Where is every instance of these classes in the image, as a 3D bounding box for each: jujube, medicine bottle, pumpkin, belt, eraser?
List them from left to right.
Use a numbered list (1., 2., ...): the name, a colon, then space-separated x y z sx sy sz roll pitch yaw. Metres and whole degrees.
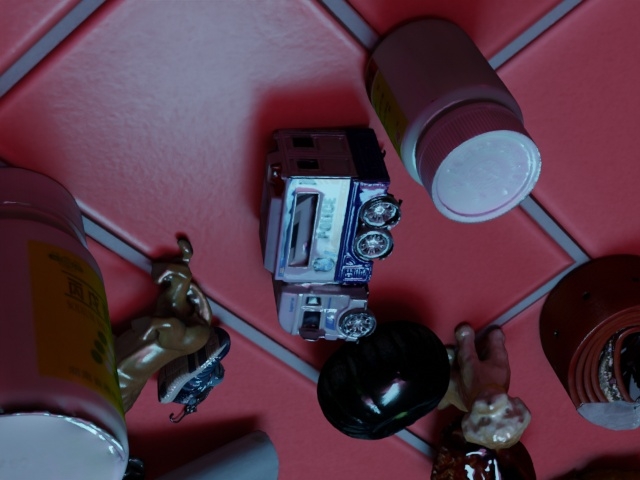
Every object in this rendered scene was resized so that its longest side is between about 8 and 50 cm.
1. medicine bottle: -0.326 0.107 1.154 0.214 0.378 0.213 -10 133 -11
2. eraser: -0.176 0.383 1.610 0.227 0.081 0.174 -23 141 -30
3. pumpkin: 0.088 0.193 1.542 0.202 0.140 0.202 -21 155 -11
4. medicine bottle: 0.142 -0.134 1.205 0.139 0.225 0.139 -10 132 -11
5. jujube: 0.253 0.366 1.744 0.168 0.168 0.236 -23 133 2
6. belt: 0.465 0.165 1.664 0.227 0.115 0.324 -28 134 8

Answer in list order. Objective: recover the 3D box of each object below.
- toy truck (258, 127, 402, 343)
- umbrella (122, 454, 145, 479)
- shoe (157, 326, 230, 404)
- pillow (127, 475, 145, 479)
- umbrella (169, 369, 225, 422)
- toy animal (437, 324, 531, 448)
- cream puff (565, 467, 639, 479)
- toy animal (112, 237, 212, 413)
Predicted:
1. toy truck: 0.000 0.000 1.352 0.155 0.124 0.268 1 129 -11
2. umbrella: -0.391 0.402 1.552 0.143 0.094 0.349 30 111 -39
3. shoe: -0.164 0.175 1.492 0.071 0.064 0.143 24 122 -33
4. pillow: -0.371 0.432 1.670 0.189 0.034 0.255 2 128 -17
5. umbrella: -0.172 0.225 1.569 0.022 0.013 0.122 40 112 -18
6. toy animal: 0.233 0.250 1.612 0.104 0.185 0.184 0 131 -22
7. cream puff: 0.516 0.496 1.963 0.269 0.155 0.241 4 135 -31
8. toy animal: -0.238 0.144 1.430 0.312 0.097 0.157 -37 142 13
